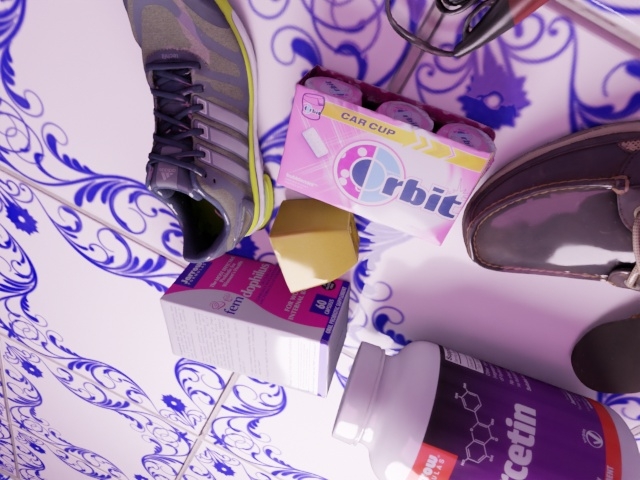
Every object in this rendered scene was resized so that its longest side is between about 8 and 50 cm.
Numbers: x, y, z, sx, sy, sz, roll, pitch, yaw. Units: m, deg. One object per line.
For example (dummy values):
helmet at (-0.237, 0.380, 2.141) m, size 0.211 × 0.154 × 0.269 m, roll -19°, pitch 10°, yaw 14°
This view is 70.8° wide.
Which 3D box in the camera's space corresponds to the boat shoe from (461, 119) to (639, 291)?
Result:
boat shoe at (0.290, -0.020, 0.351) m, size 0.355 × 0.130 × 0.132 m, roll -10°, pitch 121°, yaw 27°

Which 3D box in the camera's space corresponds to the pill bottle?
pill bottle at (0.184, 0.238, 0.554) m, size 0.322 × 0.182 × 0.182 m, roll 18°, pitch 130°, yaw 6°

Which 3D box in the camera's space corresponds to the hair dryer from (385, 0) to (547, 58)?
hair dryer at (0.196, -0.223, 0.289) m, size 0.293 × 0.080 × 0.224 m, roll 18°, pitch 145°, yaw 15°

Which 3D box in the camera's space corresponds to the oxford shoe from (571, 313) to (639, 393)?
oxford shoe at (0.357, 0.103, 0.466) m, size 0.076 × 0.076 × 0.212 m, roll -5°, pitch 149°, yaw -26°

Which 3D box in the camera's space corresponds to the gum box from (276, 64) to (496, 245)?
gum box at (0.062, -0.079, 0.436) m, size 0.188 × 0.062 × 0.107 m, roll 21°, pitch 130°, yaw 4°

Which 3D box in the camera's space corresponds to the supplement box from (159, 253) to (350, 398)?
supplement box at (-0.081, 0.105, 0.598) m, size 0.219 × 0.111 × 0.114 m, roll 11°, pitch 128°, yaw 12°

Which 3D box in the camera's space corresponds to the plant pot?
plant pot at (0.000, 0.000, 0.512) m, size 0.083 × 0.081 × 0.082 m, roll -9°, pitch 122°, yaw 14°

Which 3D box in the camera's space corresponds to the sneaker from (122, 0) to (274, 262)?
sneaker at (-0.121, -0.106, 0.445) m, size 0.111 × 0.121 × 0.300 m, roll 1°, pitch 126°, yaw 19°
